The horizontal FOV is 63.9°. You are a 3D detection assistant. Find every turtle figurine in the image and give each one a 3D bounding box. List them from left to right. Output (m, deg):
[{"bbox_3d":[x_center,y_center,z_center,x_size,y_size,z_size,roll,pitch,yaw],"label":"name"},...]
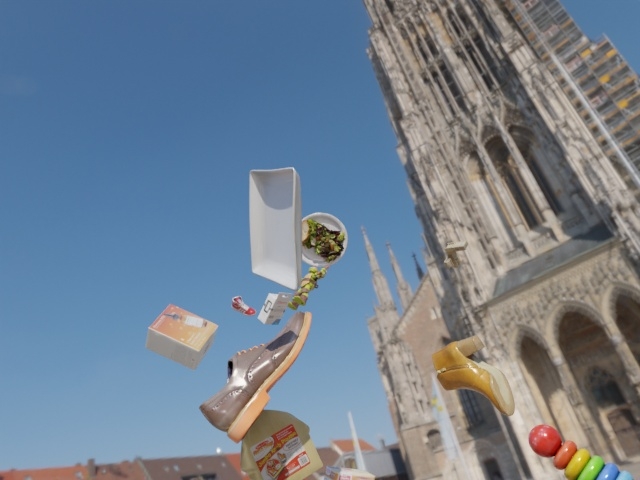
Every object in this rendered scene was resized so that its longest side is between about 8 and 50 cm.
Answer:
[{"bbox_3d":[-0.065,0.183,2.105,0.270,0.217,0.087,-16,-56,44],"label":"turtle figurine"}]

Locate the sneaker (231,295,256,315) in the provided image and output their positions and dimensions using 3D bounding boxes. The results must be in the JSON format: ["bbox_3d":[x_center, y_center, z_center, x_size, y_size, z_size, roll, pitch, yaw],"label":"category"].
[{"bbox_3d":[-0.332,0.282,2.217,0.119,0.042,0.067,17,-49,16],"label":"sneaker"}]

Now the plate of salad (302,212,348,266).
[{"bbox_3d":[0.000,0.000,1.852,0.200,0.199,0.048,-16,7,2],"label":"plate of salad"}]

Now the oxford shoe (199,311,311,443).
[{"bbox_3d":[-0.140,0.286,1.219,0.133,0.363,0.130,33,-40,5],"label":"oxford shoe"}]

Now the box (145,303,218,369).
[{"bbox_3d":[-0.425,0.294,1.576,0.171,0.130,0.091,23,-57,3],"label":"box"}]

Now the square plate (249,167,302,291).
[{"bbox_3d":[-0.135,-0.045,1.568,0.049,0.347,0.344,-4,8,-28],"label":"square plate"}]

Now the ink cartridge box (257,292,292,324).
[{"bbox_3d":[-0.103,0.150,1.176,0.048,0.028,0.083,14,-74,-51],"label":"ink cartridge box"}]

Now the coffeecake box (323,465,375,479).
[{"bbox_3d":[0.074,0.787,1.540,0.142,0.185,0.068,19,-14,-24],"label":"coffeecake box"}]

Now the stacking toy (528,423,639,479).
[{"bbox_3d":[0.723,0.623,1.390,0.141,0.330,0.141,-33,-39,-31],"label":"stacking toy"}]

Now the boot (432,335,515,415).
[{"bbox_3d":[0.525,0.495,1.795,0.104,0.295,0.211,-2,-31,-43],"label":"boot"}]

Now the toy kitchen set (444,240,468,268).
[{"bbox_3d":[0.464,0.057,1.731,0.075,0.068,0.083,-11,-62,43],"label":"toy kitchen set"}]

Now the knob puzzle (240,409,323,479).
[{"bbox_3d":[-0.112,0.508,1.262,0.213,0.213,0.030,-3,-20,-21],"label":"knob puzzle"}]
